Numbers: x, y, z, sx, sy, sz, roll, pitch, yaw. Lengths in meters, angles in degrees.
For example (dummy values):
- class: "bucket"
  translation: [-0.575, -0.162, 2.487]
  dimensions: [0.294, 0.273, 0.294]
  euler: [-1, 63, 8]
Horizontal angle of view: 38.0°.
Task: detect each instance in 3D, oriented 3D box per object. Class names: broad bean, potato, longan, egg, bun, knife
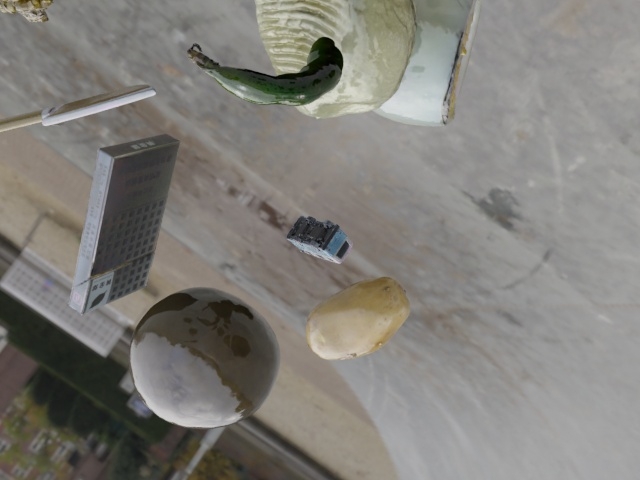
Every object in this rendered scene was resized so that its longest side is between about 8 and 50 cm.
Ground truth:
- class: "broad bean"
  translation: [-0.049, -0.254, 1.380]
  dimensions: [0.144, 0.292, 0.049]
  euler: [49, 132, 25]
- class: "potato"
  translation: [0.059, 0.127, 1.469]
  dimensions: [0.109, 0.178, 0.118]
  euler: [65, -171, 10]
- class: "longan"
  translation: [-0.200, 0.206, 1.609]
  dimensions: [0.258, 0.258, 0.258]
  euler: [32, 166, 9]
- class: "egg"
  translation: [0.153, -0.438, 1.985]
  dimensions: [0.340, 0.354, 0.354]
  euler: [15, 162, 10]
- class: "bun"
  translation: [0.045, -0.393, 1.649]
  dimensions: [0.349, 0.227, 0.352]
  euler: [31, 131, 50]
- class: "knife"
  translation: [-0.284, -0.136, 1.017]
  dimensions: [0.256, 0.046, 0.022]
  euler: [-9, 114, 22]

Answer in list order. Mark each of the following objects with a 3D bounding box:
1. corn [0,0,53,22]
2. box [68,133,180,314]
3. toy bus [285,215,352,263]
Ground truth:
- class: "corn"
  translation: [-0.448, -0.442, 1.254]
  dimensions: [0.119, 0.119, 0.322]
  euler: [22, 141, 41]
- class: "box"
  translation: [-0.362, -0.031, 1.715]
  dimensions: [0.047, 0.325, 0.180]
  euler: [29, -152, 22]
- class: "toy bus"
  translation: [0.000, 0.000, 1.731]
  dimensions: [0.075, 0.060, 0.123]
  euler: [42, 165, -33]
